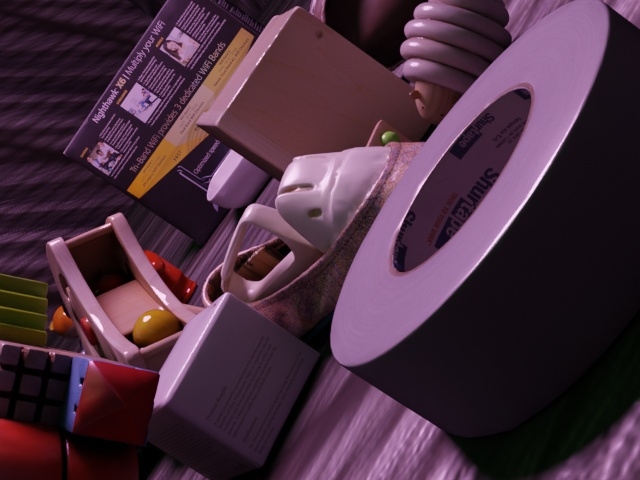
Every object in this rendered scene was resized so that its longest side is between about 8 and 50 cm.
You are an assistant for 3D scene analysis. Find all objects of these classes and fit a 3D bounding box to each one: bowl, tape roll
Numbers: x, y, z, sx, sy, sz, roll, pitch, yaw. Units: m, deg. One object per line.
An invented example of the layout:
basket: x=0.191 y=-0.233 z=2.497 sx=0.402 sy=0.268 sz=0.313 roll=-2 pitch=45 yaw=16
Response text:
bowl: x=-0.092 y=-0.105 z=1.704 sx=0.142 sy=0.053 sz=0.142 roll=-54 pitch=11 yaw=10
tape roll: x=0.096 y=-0.011 z=0.633 sx=0.219 sy=0.072 sz=0.219 roll=-53 pitch=11 yaw=15

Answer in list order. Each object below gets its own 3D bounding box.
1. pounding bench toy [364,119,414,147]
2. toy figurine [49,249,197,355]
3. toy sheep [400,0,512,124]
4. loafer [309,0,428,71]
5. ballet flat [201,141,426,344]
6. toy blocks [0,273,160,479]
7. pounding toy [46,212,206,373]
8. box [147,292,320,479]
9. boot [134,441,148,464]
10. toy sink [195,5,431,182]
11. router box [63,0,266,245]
pounding bench toy: x=0.052 y=-0.062 z=1.000 sx=0.065 sy=0.052 sz=0.083 roll=-43 pitch=17 yaw=48
toy figurine: x=-0.279 y=0.110 z=1.627 sx=0.209 sy=0.148 sz=0.213 roll=-49 pitch=14 yaw=28
toy sheep: x=0.104 y=-0.152 z=0.959 sx=0.091 sy=0.091 sz=0.132 roll=-164 pitch=90 yaw=-78
loafer: x=0.115 y=-0.305 z=1.207 sx=0.366 sy=0.134 sz=0.130 roll=-53 pitch=12 yaw=13
ballet flat: x=0.000 y=0.000 z=0.904 sx=0.316 sy=0.106 sz=0.107 roll=-42 pitch=17 yaw=48
toy blocks: x=-0.194 y=0.215 z=0.828 sx=0.261 sy=0.191 sz=0.381 roll=175 pitch=108 yaw=-67
pounding toy: x=-0.159 y=0.051 z=1.210 sx=0.155 sy=0.154 sz=0.269 roll=-24 pitch=27 yaw=-20
box: x=-0.073 y=0.112 z=0.938 sx=0.101 sy=0.087 sz=0.102 roll=-62 pitch=13 yaw=-28
boot: x=-0.238 y=0.222 z=1.317 sx=0.178 sy=0.085 sz=0.236 roll=-59 pitch=12 yaw=-3
toy sink: x=-0.009 y=-0.117 z=1.156 sx=0.131 sy=0.153 sz=0.234 roll=-56 pitch=10 yaw=-1
router box: x=-0.179 y=-0.184 z=1.804 sx=0.309 sy=0.243 sz=0.081 roll=-52 pitch=12 yaw=16
